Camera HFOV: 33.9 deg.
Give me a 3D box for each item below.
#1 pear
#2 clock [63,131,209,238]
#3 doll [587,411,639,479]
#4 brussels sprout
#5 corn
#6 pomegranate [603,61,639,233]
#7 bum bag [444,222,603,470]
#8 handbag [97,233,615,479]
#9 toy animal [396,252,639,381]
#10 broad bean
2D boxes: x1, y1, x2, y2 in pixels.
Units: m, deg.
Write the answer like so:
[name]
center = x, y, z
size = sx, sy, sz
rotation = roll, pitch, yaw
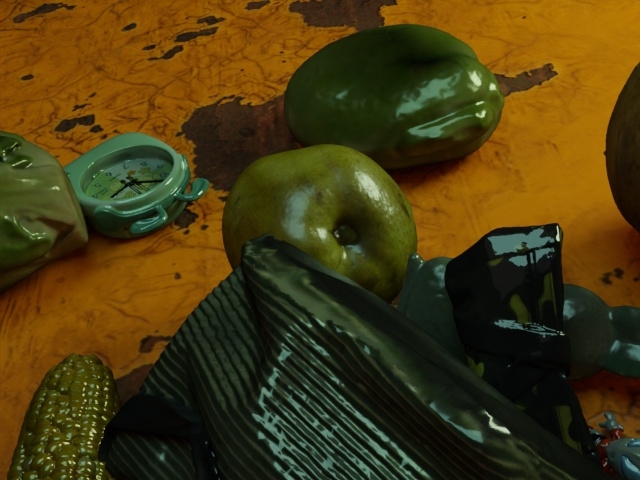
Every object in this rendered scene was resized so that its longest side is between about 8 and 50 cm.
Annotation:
[pear]
center = 0.000, 0.000, 1.030
size = 0.199, 0.200, 0.200
rotation = -8, 37, 6
[clock]
center = -0.230, -0.060, 1.282
size = 0.148, 0.060, 0.188
rotation = -36, 43, -30
[doll]
center = 0.254, 0.177, 0.850
size = 0.114, 0.039, 0.057
rotation = 16, 39, 36
[brussels sprout]
center = -0.404, -0.035, 1.182
size = 0.271, 0.210, 0.219
rotation = -5, 13, -1
[corn]
center = -0.219, 0.215, 0.890
size = 0.101, 0.102, 0.313
rotation = -12, 33, 0
[pomegranate]
center = 0.405, -0.090, 0.982
size = 0.281, 0.281, 0.281
rotation = -8, 37, 6
[bum bag]
center = 0.165, 0.103, 0.861
size = 0.106, 0.233, 0.060
rotation = -10, -9, 23
[handbag]
center = 0.015, 0.168, 0.745
size = 0.240, 0.247, 0.340
rotation = -52, 43, 2
[toy animal]
center = 0.195, 0.084, 0.948
size = 0.251, 0.127, 0.125
rotation = 12, 26, 10
[broad bean]
center = 0.090, -0.178, 1.301
size = 0.291, 0.119, 0.238
rotation = 12, 52, 32
